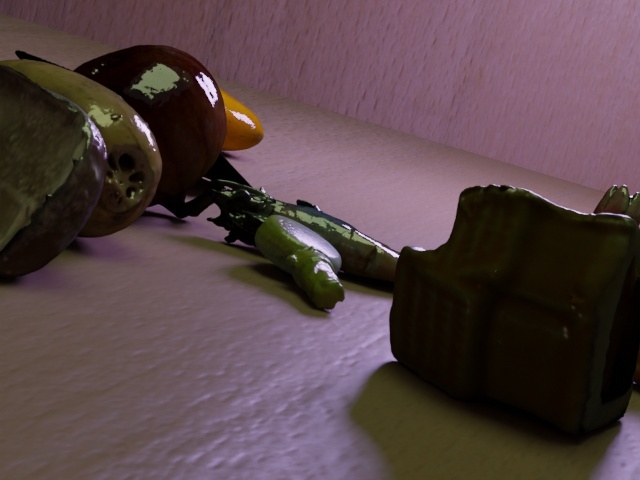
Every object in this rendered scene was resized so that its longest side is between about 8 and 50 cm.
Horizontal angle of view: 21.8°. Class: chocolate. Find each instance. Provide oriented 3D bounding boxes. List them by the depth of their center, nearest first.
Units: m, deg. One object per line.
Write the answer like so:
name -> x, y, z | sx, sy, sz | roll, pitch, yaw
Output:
chocolate -> -0.319, -0.070, 1.654 | 0.303, 0.185, 0.100 | 29, -7, 44

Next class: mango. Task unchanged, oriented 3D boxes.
mango -> -0.193, -0.209, 2.712 | 0.219, 0.112, 0.145 | 22, 9, 13

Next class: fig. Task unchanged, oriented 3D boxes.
fig -> -0.230, -0.130, 2.026 | 0.235, 0.214, 0.235 | 1, 34, -1

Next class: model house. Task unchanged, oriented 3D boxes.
model house -> 0.183, 0.054, 1.570 | 0.239, 0.268, 0.173 | 18, 31, 23

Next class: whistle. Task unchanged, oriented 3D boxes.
whistle -> -0.016, 0.031, 1.859 | 0.104, 0.057, 0.198 | 28, 13, -23

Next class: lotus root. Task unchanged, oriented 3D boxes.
lotus root -> -0.310, -0.112, 1.836 | 0.151, 0.169, 0.343 | -17, 31, -40

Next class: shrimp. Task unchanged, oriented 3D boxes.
shrimp -> 0.003, -0.008, 2.041 | 0.289, 0.075, 0.178 | 15, 2, 5

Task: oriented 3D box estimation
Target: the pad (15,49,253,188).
pad -> -0.263, -0.204, 2.341 | 0.375, 0.063, 0.315 | 23, -14, 36

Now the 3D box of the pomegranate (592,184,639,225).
pomegranate -> 0.312, 0.032, 1.871 | 0.180, 0.209, 0.180 | 27, -13, 7

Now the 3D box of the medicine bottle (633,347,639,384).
medicine bottle -> 0.433, 0.141, 1.776 | 0.192, 0.096, 0.096 | 22, 12, 32
